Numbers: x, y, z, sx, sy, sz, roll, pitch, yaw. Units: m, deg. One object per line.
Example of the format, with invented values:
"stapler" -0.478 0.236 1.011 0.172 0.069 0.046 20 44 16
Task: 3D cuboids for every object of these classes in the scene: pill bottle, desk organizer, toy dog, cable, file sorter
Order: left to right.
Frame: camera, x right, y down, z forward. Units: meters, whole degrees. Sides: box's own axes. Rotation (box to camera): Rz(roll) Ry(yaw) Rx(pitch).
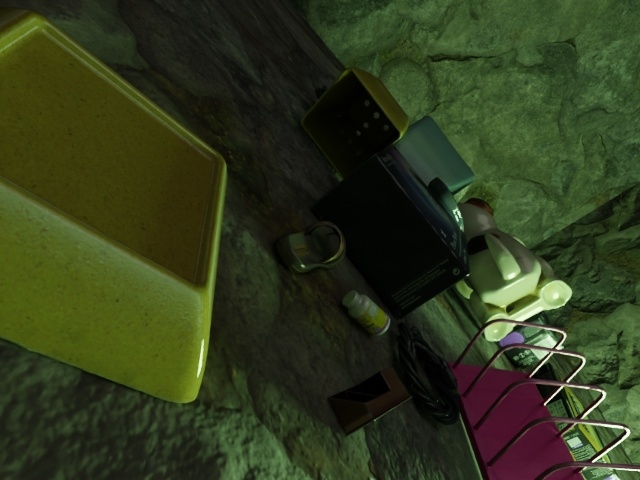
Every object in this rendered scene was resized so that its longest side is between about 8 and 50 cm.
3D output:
"pill bottle" 0.075 0.119 0.720 0.083 0.043 0.043 43 24 -21
"desk organizer" 0.068 0.208 0.573 0.130 0.047 0.050 11 44 -59
"cable" 0.182 0.233 0.771 0.150 0.047 0.185 -9 66 -59
"toy dog" 0.508 0.054 1.387 0.395 0.284 0.408 36 21 -39
"file sorter" 0.391 0.307 0.776 0.202 0.182 0.291 11 36 -12

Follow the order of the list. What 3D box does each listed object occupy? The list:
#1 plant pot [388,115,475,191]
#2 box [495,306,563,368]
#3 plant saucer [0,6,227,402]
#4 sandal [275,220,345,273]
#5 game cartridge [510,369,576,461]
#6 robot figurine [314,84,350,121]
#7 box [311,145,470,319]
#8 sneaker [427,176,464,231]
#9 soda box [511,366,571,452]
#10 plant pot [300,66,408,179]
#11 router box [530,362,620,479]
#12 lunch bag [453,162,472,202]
"plant pot" 0.258 -0.186 1.286 0.248 0.247 0.252 54 39 5
"box" 0.688 0.282 1.502 0.143 0.165 0.270 47 23 -11
"plant saucer" -0.210 -0.065 0.399 0.332 0.081 0.333 37 27 -32
"sandal" 0.000 0.000 0.730 0.090 0.060 0.219 57 23 11
"game cartridge" 0.531 0.482 1.054 0.323 0.052 0.285 1 55 -60
"robot figurine" 0.057 -0.400 1.405 0.211 0.085 0.291 49 22 -8
"box" 0.170 -0.038 0.963 0.294 0.182 0.296 50 22 -1
"sneaker" 0.311 -0.035 1.183 0.319 0.131 0.112 60 5 -49
"soda box" 0.460 0.374 0.941 0.061 0.058 0.181 39 26 -29
"plant pot" 0.115 -0.322 1.168 0.212 0.212 0.187 52 41 -1
"router box" 0.807 0.581 1.401 0.243 0.081 0.309 51 22 -3
"lunch bag" 0.441 -0.258 1.710 0.305 0.256 0.213 26 34 -47
